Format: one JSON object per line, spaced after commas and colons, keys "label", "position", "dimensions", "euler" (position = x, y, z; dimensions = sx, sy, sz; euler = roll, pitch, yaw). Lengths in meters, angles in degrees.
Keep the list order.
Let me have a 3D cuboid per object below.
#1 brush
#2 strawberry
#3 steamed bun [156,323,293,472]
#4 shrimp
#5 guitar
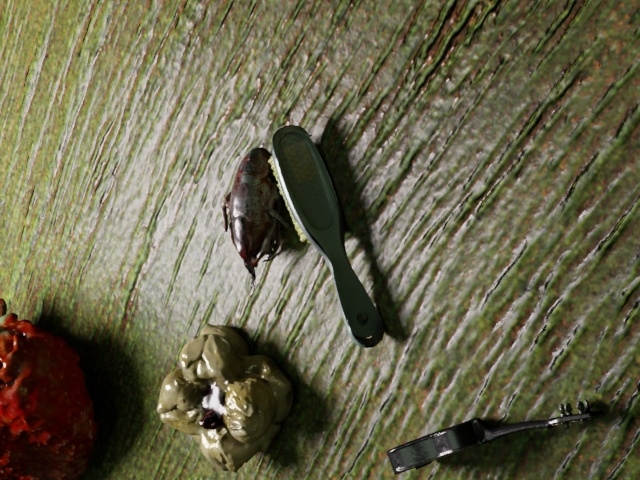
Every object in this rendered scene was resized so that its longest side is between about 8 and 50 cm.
{"label": "brush", "position": [0.000, 0.000, 1.425], "dimensions": [0.060, 0.068, 0.297], "euler": [-29, 81, 59]}
{"label": "strawberry", "position": [-0.493, 0.277, 1.767], "dimensions": [0.312, 0.267, 0.351], "euler": [11, 130, 32]}
{"label": "steamed bun", "position": [-0.144, 0.225, 1.550], "dimensions": [0.177, 0.106, 0.192], "euler": [44, 124, 26]}
{"label": "shrimp", "position": [-0.086, -0.026, 1.480], "dimensions": [0.074, 0.073, 0.190], "euler": [2, 95, 44]}
{"label": "guitar", "position": [0.197, 0.220, 1.299], "dimensions": [0.271, 0.083, 0.038], "euler": [-23, 82, 33]}
